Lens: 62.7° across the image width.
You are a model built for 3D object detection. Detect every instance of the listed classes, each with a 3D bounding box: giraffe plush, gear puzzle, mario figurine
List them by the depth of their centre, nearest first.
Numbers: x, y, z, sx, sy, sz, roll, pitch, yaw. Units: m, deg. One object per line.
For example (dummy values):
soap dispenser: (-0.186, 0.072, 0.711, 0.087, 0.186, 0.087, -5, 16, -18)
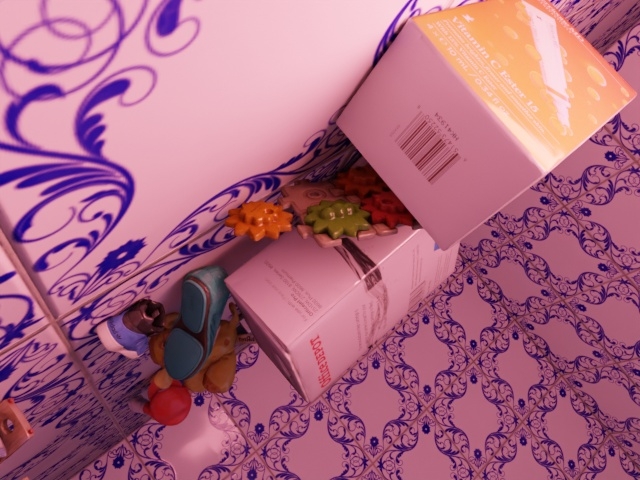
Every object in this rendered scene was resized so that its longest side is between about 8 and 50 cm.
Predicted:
gear puzzle: (0.034, -0.061, 0.714, 0.339, 0.175, 0.044, -11, 125, -20)
giraffe plush: (-0.255, 0.213, 1.021, 0.210, 0.181, 0.170, -31, 156, 34)
mario figurine: (-0.463, 0.434, 1.567, 0.320, 0.170, 0.198, 151, -43, -71)

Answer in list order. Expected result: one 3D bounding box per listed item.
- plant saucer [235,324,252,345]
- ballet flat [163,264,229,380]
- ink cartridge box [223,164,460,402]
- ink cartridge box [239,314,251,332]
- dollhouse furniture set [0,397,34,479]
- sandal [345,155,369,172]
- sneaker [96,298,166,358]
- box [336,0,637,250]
plant saucer: (-0.229, 0.292, 1.723, 0.195, 0.037, 0.195, -33, -170, 7)
ballet flat: (-0.198, 0.139, 0.880, 0.087, 0.083, 0.247, -34, 153, -50)
ink cartridge box: (0.059, 0.063, 0.926, 0.395, 0.166, 0.285, -39, 151, -17)
ink cartridge box: (-0.193, 0.214, 1.718, 0.181, 0.056, 0.225, -37, -169, -14)
dollhouse furniture set: (-0.434, 0.326, 0.668, 0.129, 0.183, 0.129, -40, 172, 12)
sandal: (0.053, -0.073, 0.989, 0.102, 0.076, 0.265, -30, 169, -45)
sneaker: (-0.263, 0.130, 0.784, 0.085, 0.058, 0.152, -29, 165, -7)
box: (0.228, -0.173, 0.689, 0.345, 0.215, 0.168, -32, 170, -41)
